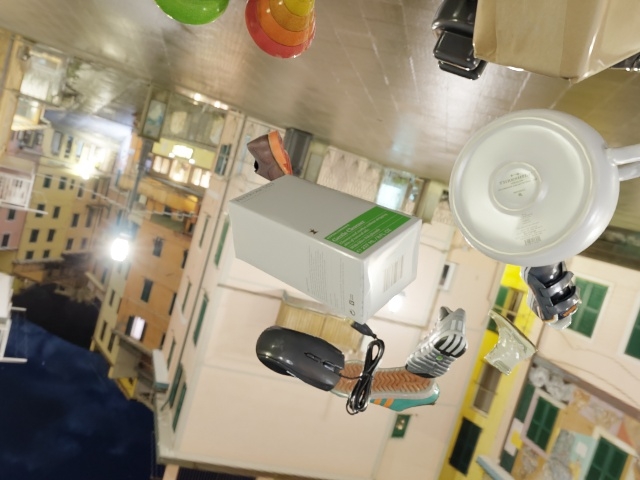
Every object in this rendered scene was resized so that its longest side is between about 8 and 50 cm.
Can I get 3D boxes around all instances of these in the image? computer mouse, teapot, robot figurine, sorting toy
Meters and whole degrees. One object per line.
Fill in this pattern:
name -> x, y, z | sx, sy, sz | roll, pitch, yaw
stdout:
computer mouse -> 0.011, 0.217, 0.979 | 0.262, 0.184, 0.060 | 28, 155, 3
teapot -> 0.346, -0.079, 0.748 | 0.187, 0.253, 0.256 | 1, -152, -46
robot figurine -> 0.334, -0.479, 0.973 | 0.173, 0.278, 0.209 | 24, -172, -15
sorting toy -> -0.152, -0.380, 0.672 | 0.365, 0.127, 0.126 | 13, 177, -23

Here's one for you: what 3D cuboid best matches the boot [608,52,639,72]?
boot -> 0.922, -0.458, 1.200 | 0.338, 0.118, 0.223 | -7, -144, -23

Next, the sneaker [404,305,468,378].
sneaker -> 0.277, 0.226, 1.102 | 0.086, 0.132, 0.229 | 27, 143, -3

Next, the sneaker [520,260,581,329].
sneaker -> 0.635, 0.131, 1.296 | 0.127, 0.126, 0.321 | 57, -178, 43

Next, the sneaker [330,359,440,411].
sneaker -> 0.156, 0.387, 1.235 | 0.302, 0.108, 0.121 | -3, 135, 26

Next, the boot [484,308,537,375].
boot -> 0.668, 0.378, 1.778 | 0.213, 0.165, 0.077 | 47, -164, 19

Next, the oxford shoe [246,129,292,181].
oxford shoe -> -0.137, -0.211, 1.357 | 0.098, 0.097, 0.271 | -12, 152, 3

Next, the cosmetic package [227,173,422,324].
cosmetic package -> 0.000, 0.000, 0.992 | 0.365, 0.155, 0.197 | 23, -140, 34

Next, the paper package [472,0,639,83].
paper package -> 0.347, -0.390, 0.530 | 0.309, 0.325, 0.168 | -27, -135, -21
